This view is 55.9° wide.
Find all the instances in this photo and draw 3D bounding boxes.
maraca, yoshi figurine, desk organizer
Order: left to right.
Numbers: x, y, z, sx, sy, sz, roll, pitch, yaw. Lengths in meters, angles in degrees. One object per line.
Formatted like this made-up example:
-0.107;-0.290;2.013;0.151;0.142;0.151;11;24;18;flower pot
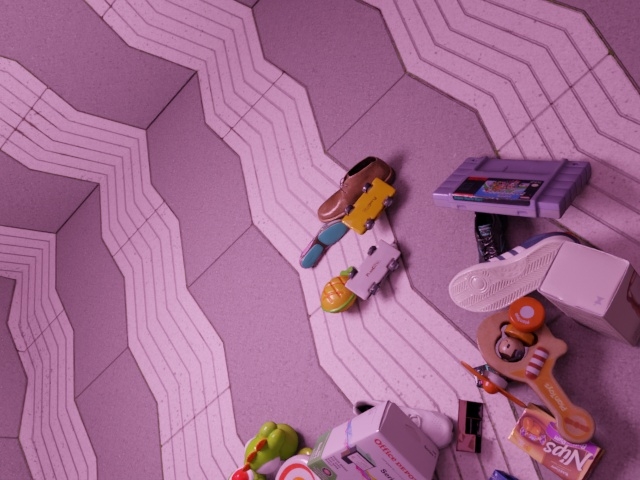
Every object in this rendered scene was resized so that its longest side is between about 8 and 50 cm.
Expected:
-0.175;0.706;1.870;0.203;0.204;0.362;-80;15;-70;yoshi figurine
0.070;0.154;1.913;0.127;0.099;0.185;6;52;45;maraca
0.385;0.479;1.555;0.050;0.047;0.130;-5;69;35;desk organizer

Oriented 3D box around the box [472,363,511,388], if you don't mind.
0.443;0.345;1.550;0.083;0.062;0.052;-26;59;29;box

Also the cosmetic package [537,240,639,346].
0.620;0.122;1.338;0.153;0.296;0.129;26;88;41;cosmetic package

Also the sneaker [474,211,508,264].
0.459;0.018;1.644;0.101;0.106;0.267;-17;64;32;sneaker

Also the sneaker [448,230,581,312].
0.497;0.076;1.532;0.350;0.148;0.131;-25;93;36;sneaker

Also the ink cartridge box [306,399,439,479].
0.136;0.569;1.577;0.278;0.201;0.117;-39;9;34;ink cartridge box

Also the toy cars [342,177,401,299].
0.162;-0.001;1.898;0.177;0.087;0.393;-5;72;10;toy cars

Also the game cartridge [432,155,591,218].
0.506;-0.150;1.621;0.355;0.068;0.230;9;35;41;game cartridge

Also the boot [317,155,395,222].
0.091;-0.174;2.004;0.305;0.115;0.112;-36;45;22;boot

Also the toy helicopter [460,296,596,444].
0.497;0.326;1.427;0.235;0.140;0.355;-31;58;-1;toy helicopter

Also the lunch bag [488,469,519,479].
0.449;0.595;1.440;0.098;0.067;0.065;30;93;41;lunch bag

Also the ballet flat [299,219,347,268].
0.000;0.000;2.052;0.221;0.077;0.079;-49;30;13;ballet flat

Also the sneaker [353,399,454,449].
0.216;0.495;1.630;0.297;0.129;0.110;0;69;38;sneaker

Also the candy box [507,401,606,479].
0.550;0.479;1.416;0.187;0.053;0.109;32;93;44;candy box

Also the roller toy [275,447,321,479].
-0.029;0.714;1.727;0.209;0.146;0.191;14;82;41;roller toy
